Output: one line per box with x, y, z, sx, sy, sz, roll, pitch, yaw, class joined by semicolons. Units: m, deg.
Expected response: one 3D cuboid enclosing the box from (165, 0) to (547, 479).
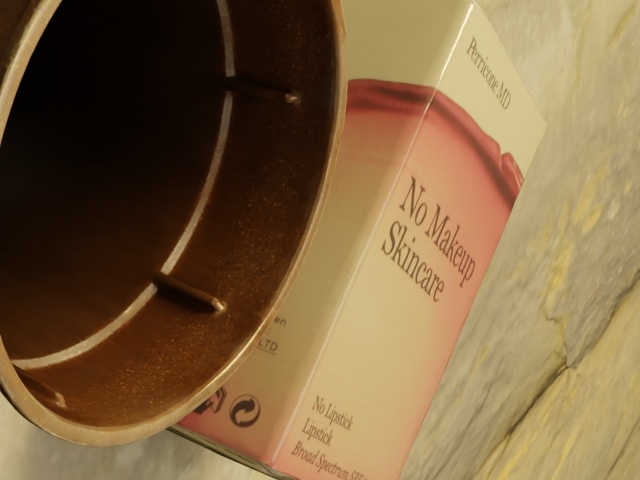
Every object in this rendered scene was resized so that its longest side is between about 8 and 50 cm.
0.000;0.000;0.675;0.232;0.127;0.148;-66;151;-9;box

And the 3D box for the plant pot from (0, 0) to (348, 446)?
-0.105;-0.043;0.422;0.167;0.165;0.167;-40;139;-46;plant pot
